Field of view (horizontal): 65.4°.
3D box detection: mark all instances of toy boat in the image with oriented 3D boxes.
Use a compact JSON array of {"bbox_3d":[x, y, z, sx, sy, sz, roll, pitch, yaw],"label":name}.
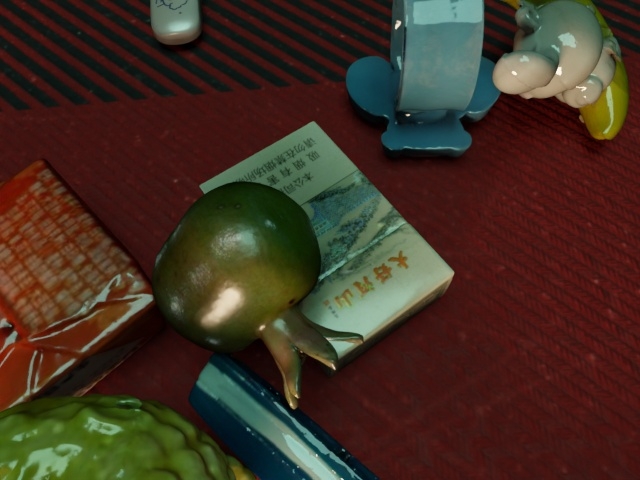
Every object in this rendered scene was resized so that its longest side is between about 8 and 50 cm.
[{"bbox_3d":[0.003,0.213,0.444,0.299,0.096,0.062,36,76,18],"label":"toy boat"}]

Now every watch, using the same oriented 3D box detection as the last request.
[{"bbox_3d":[0.136,-0.225,0.611,0.210,0.193,0.211,-1,61,2],"label":"watch"}]

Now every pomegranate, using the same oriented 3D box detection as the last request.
[{"bbox_3d":[-0.052,0.045,0.442,0.191,0.131,0.152,44,106,13],"label":"pomegranate"}]

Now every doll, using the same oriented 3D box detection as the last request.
[{"bbox_3d":[0.299,-0.239,0.629,0.237,0.111,0.252,27,59,-30],"label":"doll"}]

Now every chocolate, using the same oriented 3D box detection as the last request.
[{"bbox_3d":[-0.313,0.069,0.520,0.234,0.108,0.237,-41,70,-19],"label":"chocolate"}]

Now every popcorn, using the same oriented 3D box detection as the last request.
[{"bbox_3d":[-0.169,0.232,0.391,0.206,0.251,0.237,42,106,44],"label":"popcorn"}]

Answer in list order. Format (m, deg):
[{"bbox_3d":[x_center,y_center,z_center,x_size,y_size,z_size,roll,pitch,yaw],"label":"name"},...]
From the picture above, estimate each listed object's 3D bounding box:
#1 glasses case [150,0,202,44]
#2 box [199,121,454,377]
[{"bbox_3d":[-0.226,-0.383,0.783,0.076,0.049,0.197,-7,62,-3],"label":"glasses case"},{"bbox_3d":[0.000,0.000,0.567,0.164,0.069,0.256,-33,66,-15],"label":"box"}]
